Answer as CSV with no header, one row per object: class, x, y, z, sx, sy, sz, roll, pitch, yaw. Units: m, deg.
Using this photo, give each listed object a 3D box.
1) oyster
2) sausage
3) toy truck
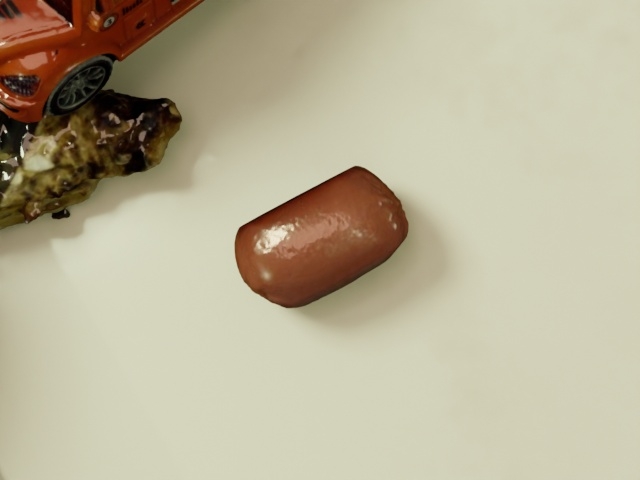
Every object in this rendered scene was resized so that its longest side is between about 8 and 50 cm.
oyster,-0.247,-0.056,0.849,0.345,0.078,0.128,-3,72,14
sausage,0.000,0.000,0.788,0.094,0.059,0.054,-28,94,3
toy truck,-0.094,-0.180,0.784,0.253,0.114,0.107,-38,76,-15
